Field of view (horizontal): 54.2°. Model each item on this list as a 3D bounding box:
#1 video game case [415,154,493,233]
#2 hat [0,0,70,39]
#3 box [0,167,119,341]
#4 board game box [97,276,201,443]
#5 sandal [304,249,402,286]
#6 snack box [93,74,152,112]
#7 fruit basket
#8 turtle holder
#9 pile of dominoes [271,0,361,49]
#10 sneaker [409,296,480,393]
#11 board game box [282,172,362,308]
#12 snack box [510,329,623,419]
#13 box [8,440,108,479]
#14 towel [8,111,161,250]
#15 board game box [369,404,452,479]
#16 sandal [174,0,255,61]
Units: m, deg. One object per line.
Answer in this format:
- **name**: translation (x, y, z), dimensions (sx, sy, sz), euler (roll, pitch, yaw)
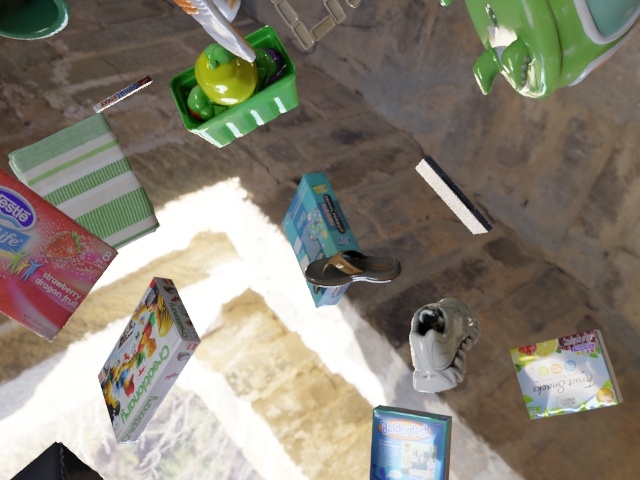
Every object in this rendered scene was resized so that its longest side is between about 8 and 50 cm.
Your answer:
- **video game case**: translation (0.387, -0.130, 1.836), dimensions (0.026, 0.274, 0.196), euler (-42, 178, 1)
- **hat**: translation (-0.536, -0.496, 1.134), dimensions (0.209, 0.183, 0.173), euler (-10, 158, 9)
- **box**: translation (-0.442, -0.016, 0.822), dimensions (0.300, 0.142, 0.154), euler (42, 72, -27)
- **board game box**: translation (-0.371, 0.254, 1.326), dimensions (0.053, 0.193, 0.305), euler (14, 118, -42)
- **sandal**: translation (0.072, 0.056, 1.401), dimensions (0.090, 0.220, 0.060), euler (-74, 157, -49)
- **snack box**: translation (-0.572, -0.424, 1.809), dimensions (0.178, 0.064, 0.022), euler (-38, 108, -22)
- **fruit basket**: translation (-0.265, -0.477, 1.814), dimensions (0.392, 0.282, 0.392), euler (-18, 147, -12)
- **turtle holder**: translation (0.286, -0.361, 0.826), dimensions (0.228, 0.320, 0.243), euler (-26, 171, 6)
- **pile of dominoes**: translation (-0.028, -0.563, 1.309), dimensions (0.196, 0.040, 0.251), euler (-36, 115, 4)
- **sneaker**: translation (0.228, 0.162, 1.168), dimensions (0.110, 0.118, 0.292), euler (-16, -167, 23)
- **board game box**: translation (0.000, 0.000, 1.931), dimensions (0.079, 0.336, 0.253), euler (-7, 147, -27)
- **snack box**: translation (0.582, 0.320, 1.488), dimensions (0.207, 0.174, 0.070), euler (-22, 162, 33)
- **box**: translation (-0.433, 0.674, 0.984), dimensions (0.480, 0.297, 0.471), euler (-40, 117, -7)
- **towel**: translation (-0.570, -0.117, 1.540), dimensions (0.248, 0.038, 0.324), euler (-28, 112, -9)
- **board game box**: translation (0.183, 0.456, 1.283), dimensions (0.047, 0.160, 0.210), euler (4, 90, -65)
- **sandal**: translation (-0.161, -0.368, 0.954), dimensions (0.076, 0.102, 0.265), euler (-58, 159, 0)
